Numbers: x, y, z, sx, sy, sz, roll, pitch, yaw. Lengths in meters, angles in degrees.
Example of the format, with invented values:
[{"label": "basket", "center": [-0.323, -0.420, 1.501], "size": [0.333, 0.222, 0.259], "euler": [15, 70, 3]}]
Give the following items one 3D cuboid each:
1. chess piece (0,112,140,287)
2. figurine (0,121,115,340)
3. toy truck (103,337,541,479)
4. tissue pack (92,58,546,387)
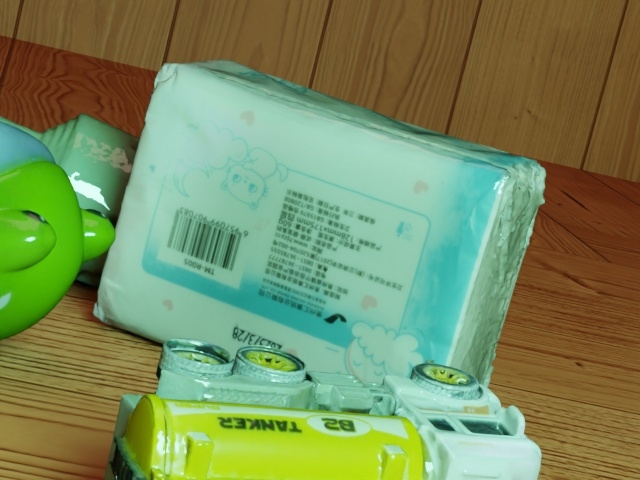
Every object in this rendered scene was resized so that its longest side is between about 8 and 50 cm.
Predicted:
[{"label": "chess piece", "center": [-0.279, -0.072, 1.397], "size": [0.299, 0.195, 0.194], "euler": [21, 9, -9]}, {"label": "figurine", "center": [-0.265, -0.005, 1.156], "size": [0.263, 0.143, 0.162], "euler": [-1, -3, 19]}, {"label": "toy truck", "center": [0.000, 0.118, 0.917], "size": [0.226, 0.098, 0.114], "euler": [7, 16, -26]}, {"label": "tissue pack", "center": [-0.001, 0.002, 1.276], "size": [0.271, 0.201, 0.124], "euler": [19, 8, 20]}]
